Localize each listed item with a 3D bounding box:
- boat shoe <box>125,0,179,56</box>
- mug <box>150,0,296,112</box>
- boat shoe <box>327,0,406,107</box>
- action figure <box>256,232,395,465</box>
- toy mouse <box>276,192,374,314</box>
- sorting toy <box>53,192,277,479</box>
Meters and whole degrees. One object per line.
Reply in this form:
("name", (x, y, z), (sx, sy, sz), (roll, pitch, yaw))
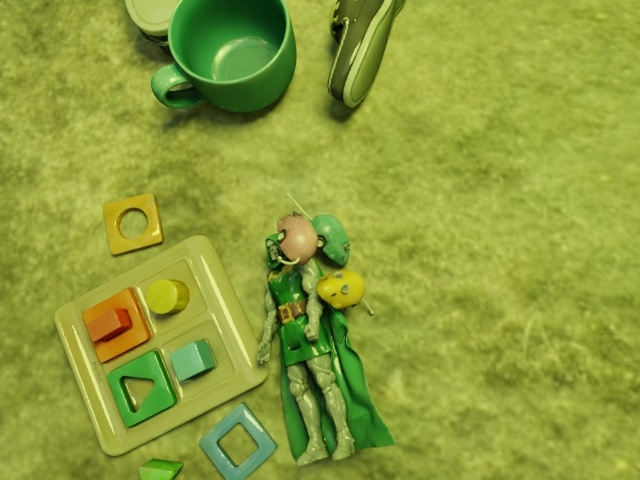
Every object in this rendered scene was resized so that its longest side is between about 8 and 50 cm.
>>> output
("boat shoe", (-0.199, -0.352, 0.587), (0.095, 0.079, 0.255), (-15, 82, -3))
("mug", (-0.105, -0.212, 0.545), (0.157, 0.097, 0.130), (-3, 80, 5))
("boat shoe", (0.049, -0.258, 0.553), (0.068, 0.081, 0.228), (19, 75, 11))
("action figure", (-0.018, 0.100, 0.491), (0.137, 0.063, 0.233), (-29, 68, 34))
("toy mouse", (0.000, 0.000, 0.489), (0.031, 0.161, 0.143), (-35, 62, 23))
("sorting toy", (-0.180, 0.109, 0.520), (0.195, 0.047, 0.348), (-27, 79, 0))
